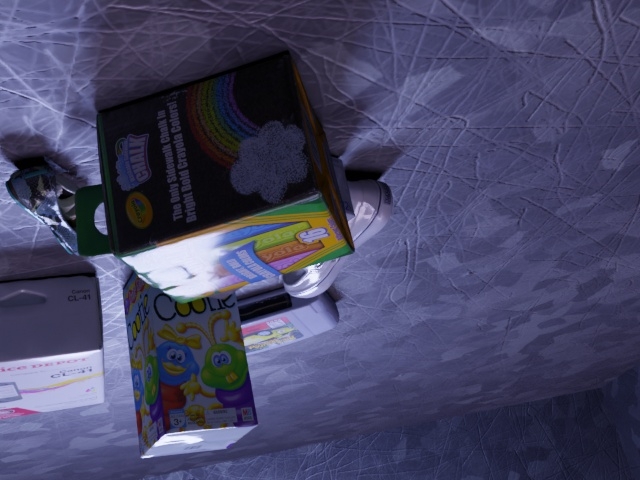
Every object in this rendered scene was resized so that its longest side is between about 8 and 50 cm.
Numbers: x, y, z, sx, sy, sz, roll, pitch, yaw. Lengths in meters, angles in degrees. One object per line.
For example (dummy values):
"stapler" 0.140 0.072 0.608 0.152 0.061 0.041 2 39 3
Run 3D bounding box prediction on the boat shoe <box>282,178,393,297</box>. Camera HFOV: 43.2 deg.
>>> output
"boat shoe" 0.000 0.000 1.195 0.088 0.096 0.267 8 148 -32

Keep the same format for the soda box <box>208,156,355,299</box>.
"soda box" -0.091 -0.017 1.109 0.098 0.091 0.286 13 145 -43

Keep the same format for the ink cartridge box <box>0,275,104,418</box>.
"ink cartridge box" -0.467 0.182 1.308 0.226 0.131 0.306 -6 157 -17

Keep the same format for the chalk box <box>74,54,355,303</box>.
"chalk box" -0.132 -0.051 0.907 0.289 0.180 0.179 -16 156 8

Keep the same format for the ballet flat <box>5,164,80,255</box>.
"ballet flat" -0.314 -0.036 0.993 0.070 0.070 0.188 -13 160 0

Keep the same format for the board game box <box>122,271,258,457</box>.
"board game box" -0.206 0.174 1.243 0.144 0.275 0.142 1 153 -28

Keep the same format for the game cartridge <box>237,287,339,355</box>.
"game cartridge" -0.117 0.162 1.547 0.294 0.060 0.196 -17 160 8
